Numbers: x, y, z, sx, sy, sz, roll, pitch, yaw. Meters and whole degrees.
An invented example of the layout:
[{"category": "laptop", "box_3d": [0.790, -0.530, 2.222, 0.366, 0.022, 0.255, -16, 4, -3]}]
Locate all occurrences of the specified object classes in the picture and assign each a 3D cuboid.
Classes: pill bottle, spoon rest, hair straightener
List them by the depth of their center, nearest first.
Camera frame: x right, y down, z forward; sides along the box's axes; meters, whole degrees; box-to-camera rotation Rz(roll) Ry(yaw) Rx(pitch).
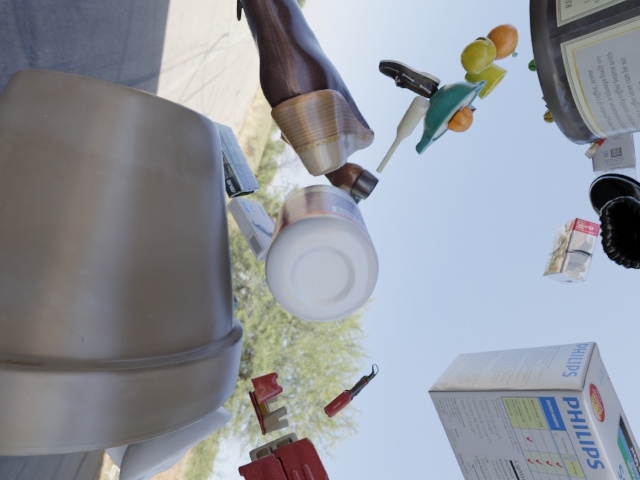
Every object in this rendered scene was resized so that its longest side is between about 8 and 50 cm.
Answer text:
[{"category": "spoon rest", "box_3d": [-0.211, 0.272, 0.535, 0.276, 0.137, 0.084, -32, -98, 44]}, {"category": "pill bottle", "box_3d": [0.000, 0.000, 0.768, 0.323, 0.181, 0.181, -93, -160, -70]}, {"category": "hair straightener", "box_3d": [0.109, 0.488, 1.346, 0.230, 0.047, 0.089, -49, 161, 9]}]

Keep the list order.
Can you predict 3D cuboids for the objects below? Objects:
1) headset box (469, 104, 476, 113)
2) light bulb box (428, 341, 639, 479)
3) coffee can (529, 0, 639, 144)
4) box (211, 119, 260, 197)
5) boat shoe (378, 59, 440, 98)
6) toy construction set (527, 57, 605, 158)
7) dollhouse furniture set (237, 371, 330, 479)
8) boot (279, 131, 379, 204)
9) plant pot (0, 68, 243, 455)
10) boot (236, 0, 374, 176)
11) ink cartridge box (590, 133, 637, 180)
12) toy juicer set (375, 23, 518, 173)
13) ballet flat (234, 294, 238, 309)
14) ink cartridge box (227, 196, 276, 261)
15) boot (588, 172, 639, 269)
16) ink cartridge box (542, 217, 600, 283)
[{"category": "headset box", "box_3d": [0.338, -0.308, 1.009, 0.032, 0.083, 0.062, 51, -46, 19]}, {"category": "light bulb box", "box_3d": [0.524, 0.468, 0.996, 0.361, 0.225, 0.358, -21, -88, 44]}, {"category": "coffee can", "box_3d": [0.346, -0.201, 0.316, 0.275, 0.201, 0.201, -1, -107, 50]}, {"category": "box", "box_3d": [-0.231, -0.205, 1.043, 0.190, 0.045, 0.184, 65, 11, -7]}, {"category": "boat shoe", "box_3d": [0.165, -0.309, 0.783, 0.046, 0.125, 0.038, 6, 108, -85]}, {"category": "toy construction set", "box_3d": [0.711, -0.359, 1.118, 0.237, 0.309, 0.257, -46, -158, -18]}, {"category": "dollhouse furniture set", "box_3d": [-0.118, 0.463, 0.919, 0.374, 0.152, 0.201, -131, -149, -50]}, {"category": "boot", "box_3d": [0.002, -0.194, 1.101, 0.096, 0.280, 0.264, -56, -177, 0]}, {"category": "plant pot", "box_3d": [-0.225, -0.002, 0.421, 0.323, 0.323, 0.280, -155, -106, -79]}, {"category": "boot", "box_3d": [-0.012, -0.190, 0.450, 0.248, 0.090, 0.207, -69, 140, -70]}, {"category": "ink cartridge box", "box_3d": [1.108, -0.372, 1.549, 0.130, 0.309, 0.271, -7, -97, 38]}, {"category": "toy juicer set", "box_3d": [0.249, -0.251, 0.742, 0.329, 0.089, 0.209, -43, 171, -8]}, {"category": "ballet flat", "box_3d": [-0.268, 0.186, 0.960, 0.203, 0.074, 0.074, -48, -160, 17]}, {"category": "ink cartridge box", "box_3d": [-0.204, -0.035, 1.623, 0.066, 0.261, 0.296, -48, -123, 22]}, {"category": "boot", "box_3d": [0.770, -0.066, 1.039, 0.131, 0.260, 0.348, -54, -142, 37]}, {"category": "ink cartridge box", "box_3d": [1.018, 0.047, 1.660, 0.172, 0.100, 0.237, 53, 56, -78]}]
